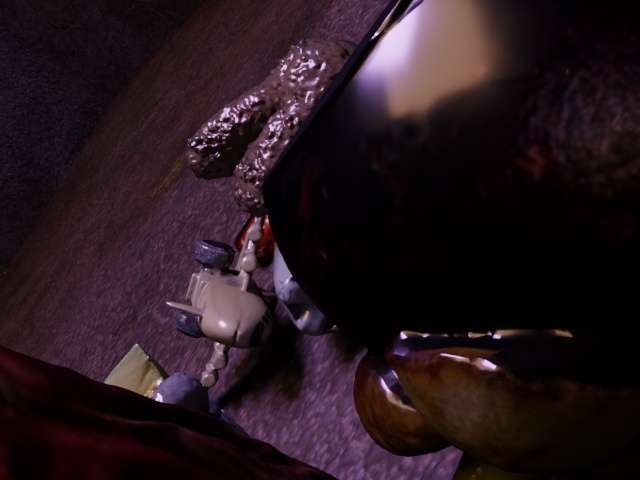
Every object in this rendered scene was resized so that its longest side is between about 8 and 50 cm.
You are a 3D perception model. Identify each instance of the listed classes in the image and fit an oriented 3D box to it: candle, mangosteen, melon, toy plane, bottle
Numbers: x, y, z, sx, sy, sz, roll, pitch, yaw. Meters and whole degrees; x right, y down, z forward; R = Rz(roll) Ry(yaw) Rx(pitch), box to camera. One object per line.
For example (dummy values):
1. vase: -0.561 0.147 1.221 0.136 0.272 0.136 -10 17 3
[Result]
1. candle: -0.039 -0.043 1.149 0.053 0.048 0.162 13 62 31
2. mangosteen: 0.094 -0.010 0.475 0.287 0.233 0.287 -50 14 17
3. melon: -0.138 0.162 0.895 0.064 0.118 0.209 -39 31 -3
4. toy plane: -0.083 0.055 0.932 0.244 0.092 0.229 -77 5 -84
5. bottle: 0.000 0.000 0.909 0.083 0.083 0.270 -48 15 13

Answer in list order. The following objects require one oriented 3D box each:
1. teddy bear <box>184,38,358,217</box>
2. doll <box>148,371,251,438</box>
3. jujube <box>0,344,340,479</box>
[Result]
1. teddy bear: 0.010 -0.118 0.918 0.251 0.129 0.182 -23 42 -21
2. doll: -0.112 0.266 0.656 0.246 0.158 0.341 86 -162 -71
3. jujube: -0.094 0.158 0.439 0.216 0.342 0.216 -40 21 18
